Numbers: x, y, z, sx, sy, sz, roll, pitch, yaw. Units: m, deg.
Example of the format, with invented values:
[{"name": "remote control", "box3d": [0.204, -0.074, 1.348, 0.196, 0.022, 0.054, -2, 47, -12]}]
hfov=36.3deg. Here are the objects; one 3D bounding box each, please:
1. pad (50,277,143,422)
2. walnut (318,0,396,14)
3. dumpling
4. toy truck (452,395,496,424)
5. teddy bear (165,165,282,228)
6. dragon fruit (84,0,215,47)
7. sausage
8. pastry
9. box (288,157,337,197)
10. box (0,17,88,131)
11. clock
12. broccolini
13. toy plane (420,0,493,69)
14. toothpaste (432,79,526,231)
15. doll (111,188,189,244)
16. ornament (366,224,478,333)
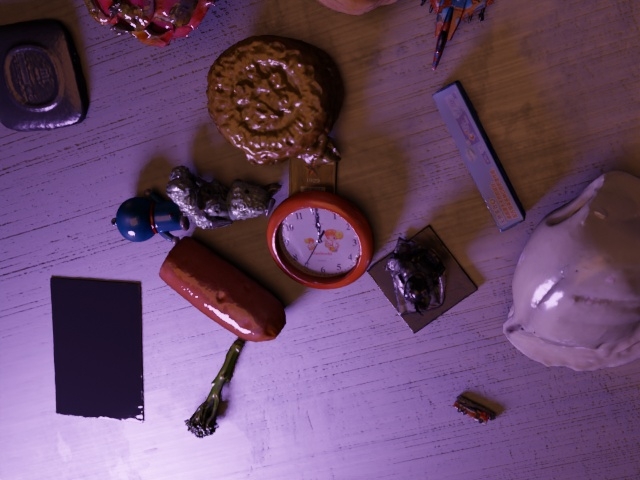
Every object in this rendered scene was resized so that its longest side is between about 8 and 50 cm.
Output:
[{"name": "pad", "box3d": [-0.460, 0.227, 2.007, 0.202, 0.005, 0.300, 3, 103, 13]}, {"name": "walnut", "box3d": [0.049, -0.501, 1.623, 0.257, 0.257, 0.224, 45, 76, 1]}, {"name": "dumpling", "box3d": [0.483, 0.087, 1.648, 0.315, 0.233, 0.395, 30, 121, 3]}, {"name": "toy truck", "box3d": [0.290, 0.323, 1.842, 0.083, 0.024, 0.032, 27, 77, 9]}, {"name": "teddy bear", "box3d": [-0.187, -0.065, 1.820, 0.213, 0.133, 0.111, 10, 113, -2]}, {"name": "dragon fruit", "box3d": [-0.323, -0.483, 1.679, 0.291, 0.269, 0.250, 23, 101, -22]}, {"name": "sausage", "box3d": [-0.182, 0.102, 1.860, 0.259, 0.113, 0.113, 36, 107, 5]}, {"name": "pastry", "box3d": [-0.086, -0.250, 1.743, 0.240, 0.132, 0.235, 2, 95, 16]}, {"name": "box", "box3d": [-0.015, -0.097, 1.824, 0.090, 0.023, 0.133, 4, 102, 11]}, {"name": "box", "box3d": [-0.560, -0.318, 1.895, 0.201, 0.042, 0.212, -7, 101, 13]}, {"name": "clock", "box3d": [0.000, 0.000, 1.810, 0.205, 0.051, 0.205, 7, 121, 11]}, {"name": "broccolini", "box3d": [-0.204, 0.298, 1.935, 0.067, 0.058, 0.216, 29, 106, 9]}, {"name": "toy plane", "box3d": [0.224, -0.388, 1.688, 0.130, 0.061, 0.189, 18, 109, 8]}, {"name": "toothpaste", "box3d": [0.282, -0.150, 1.720, 0.053, 0.066, 0.272, -26, 95, 16]}, {"name": "doll", "box3d": [-0.330, -0.043, 1.882, 0.152, 0.085, 0.114, -7, 86, 4]}, {"name": "ornament", "box3d": [0.164, 0.084, 1.732, 0.153, 0.196, 0.166, -38, 90, 17]}]
